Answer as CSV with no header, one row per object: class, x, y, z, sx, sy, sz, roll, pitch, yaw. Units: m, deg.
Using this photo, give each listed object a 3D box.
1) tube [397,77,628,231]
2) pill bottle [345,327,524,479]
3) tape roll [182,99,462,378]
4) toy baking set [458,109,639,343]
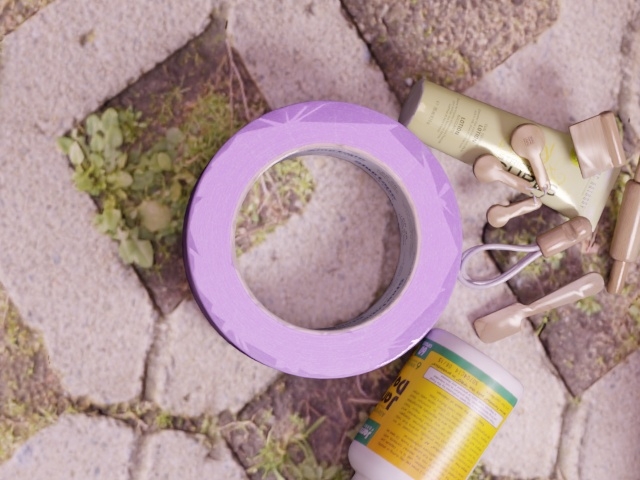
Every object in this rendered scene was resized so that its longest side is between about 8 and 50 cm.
tube,0.199,-0.096,1.670,0.240,0.070,0.062,23,46,-13
pill bottle,0.102,0.202,1.615,0.118,0.117,0.208,35,84,-6
tape roll,0.000,0.000,1.622,0.275,0.090,0.274,0,89,-9
toy baking set,0.243,-0.014,1.670,0.197,0.030,0.256,5,106,-8
